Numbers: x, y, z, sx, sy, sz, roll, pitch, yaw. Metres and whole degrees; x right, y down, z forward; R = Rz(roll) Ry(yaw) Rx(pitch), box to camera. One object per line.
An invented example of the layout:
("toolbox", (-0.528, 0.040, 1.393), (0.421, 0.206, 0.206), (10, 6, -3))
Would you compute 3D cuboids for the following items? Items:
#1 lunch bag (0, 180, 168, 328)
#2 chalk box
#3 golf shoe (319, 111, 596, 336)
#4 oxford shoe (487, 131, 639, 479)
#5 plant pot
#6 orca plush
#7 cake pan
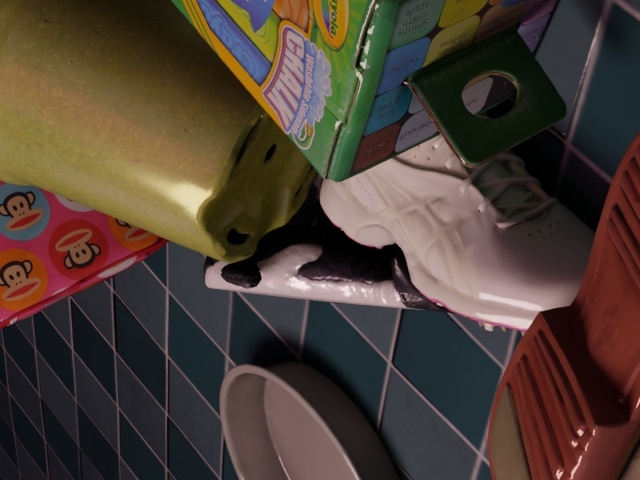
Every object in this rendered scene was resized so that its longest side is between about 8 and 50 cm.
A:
("lunch bag", (-0.327, -0.054, 1.521), (0.258, 0.293, 0.120), (63, 157, -1))
("chalk box", (0.042, -0.174, 0.914), (0.289, 0.180, 0.179), (49, 149, 23))
("golf shoe", (0.099, -0.037, 1.005), (0.306, 0.115, 0.140), (32, 134, 45))
("oxford shoe", (0.242, 0.026, 0.826), (0.397, 0.146, 0.140), (120, 149, -41))
("plant pot", (-0.132, -0.116, 1.105), (0.254, 0.276, 0.276), (30, 141, 19))
("orca plush", (0.000, 0.000, 1.219), (0.287, 0.151, 0.102), (0, 83, 62))
("cake pan", (-0.003, 0.252, 1.483), (0.293, 0.054, 0.293), (40, 144, 37))
